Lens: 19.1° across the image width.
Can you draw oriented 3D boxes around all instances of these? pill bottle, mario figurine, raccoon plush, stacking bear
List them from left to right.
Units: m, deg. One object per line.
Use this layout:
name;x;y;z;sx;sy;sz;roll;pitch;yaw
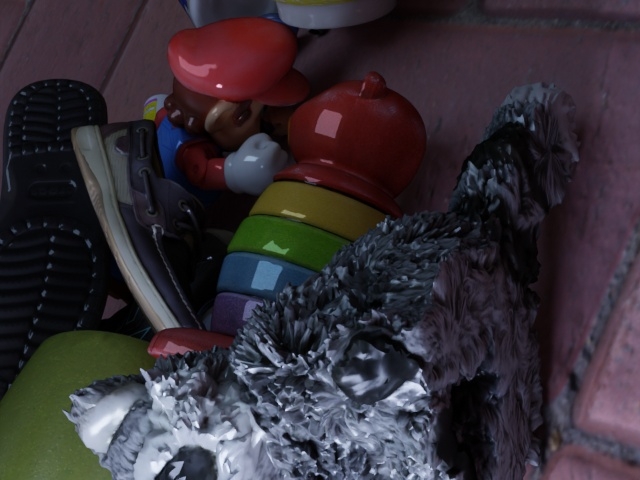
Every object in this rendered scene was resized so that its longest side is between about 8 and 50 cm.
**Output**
pill bottle;-0.171;-0.115;2.051;0.043;0.043;0.083;-34;40;36
mario figurine;-0.101;-0.076;1.890;0.198;0.170;0.320;43;117;21
pill bottle;-0.107;-0.288;2.035;0.112;0.112;0.186;-53;32;13
stacking bear;0.000;0.000;1.607;0.164;0.175;0.289;15;78;26
raccoon plush;0.017;0.075;1.457;0.299;0.216;0.446;-5;31;31

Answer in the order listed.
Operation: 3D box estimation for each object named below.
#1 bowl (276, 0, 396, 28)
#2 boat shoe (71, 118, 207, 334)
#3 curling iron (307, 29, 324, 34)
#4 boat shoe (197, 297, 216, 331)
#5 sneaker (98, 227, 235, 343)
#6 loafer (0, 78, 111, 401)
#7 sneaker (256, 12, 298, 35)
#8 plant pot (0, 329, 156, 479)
bowl;0.009;-0.292;1.804;0.289;0.289;0.156;37;140;58
boat shoe;-0.149;-0.014;1.722;0.092;0.103;0.285;-24;47;-5
curling iron;0.026;-0.337;1.956;0.068;0.035;0.274;-7;60;53
boat shoe;-0.107;0.141;1.751;0.083;0.065;0.183;-144;74;-81
sneaker;-0.153;0.092;1.836;0.267;0.101;0.106;-46;48;33
loafer;-0.257;0.018;1.854;0.130;0.134;0.366;89;-174;-57
sneaker;-0.071;-0.180;1.957;0.144;0.053;0.059;-40;41;39
plant pot;-0.202;0.234;1.593;0.275;0.275;0.293;-23;49;45
